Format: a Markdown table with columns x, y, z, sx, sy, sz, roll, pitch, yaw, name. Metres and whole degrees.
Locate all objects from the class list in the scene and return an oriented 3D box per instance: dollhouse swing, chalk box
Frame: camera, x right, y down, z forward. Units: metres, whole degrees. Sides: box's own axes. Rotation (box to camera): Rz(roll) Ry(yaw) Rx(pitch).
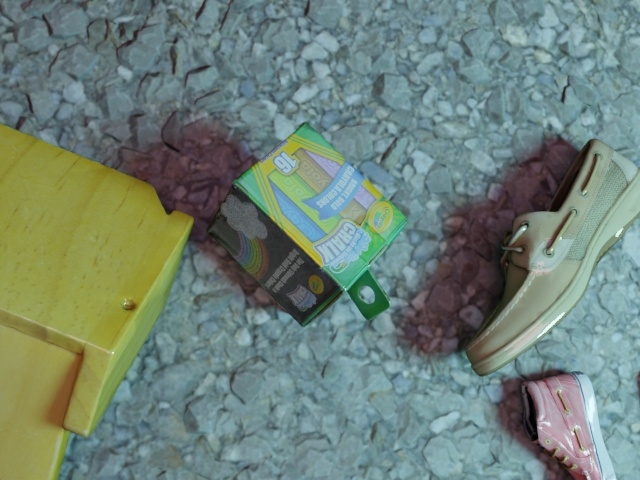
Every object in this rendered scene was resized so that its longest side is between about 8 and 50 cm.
| x | y | z | sx | sy | sz | roll | pitch | yaw | name |
| --- | --- | --- | --- | --- | --- | --- | --- | --- | --- |
| -0.379 | 0.093 | 0.781 | 0.346 | 0.305 | 0.315 | 21 | 40 | -2 | dollhouse swing |
| 0.000 | 0.000 | 0.770 | 0.213 | 0.132 | 0.132 | 44 | 57 | 1 | chalk box |

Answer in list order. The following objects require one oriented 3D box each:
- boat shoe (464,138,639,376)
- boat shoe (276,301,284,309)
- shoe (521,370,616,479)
| x | y | z | sx | sy | sz | roll | pitch | yaw | name |
| --- | --- | --- | --- | --- | --- | --- | --- | --- | --- |
| 0.271 | 0.017 | 0.822 | 0.110 | 0.121 | 0.341 | 42 | 71 | 6 | boat shoe |
| -0.049 | 0.049 | 0.826 | 0.035 | 0.035 | 0.100 | -32 | 86 | -8 | boat shoe |
| 0.298 | 0.252 | 0.817 | 0.081 | 0.063 | 0.178 | -8 | 78 | -4 | shoe |
